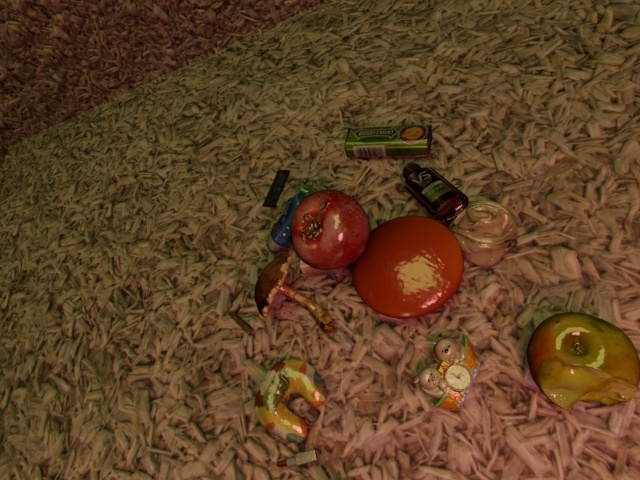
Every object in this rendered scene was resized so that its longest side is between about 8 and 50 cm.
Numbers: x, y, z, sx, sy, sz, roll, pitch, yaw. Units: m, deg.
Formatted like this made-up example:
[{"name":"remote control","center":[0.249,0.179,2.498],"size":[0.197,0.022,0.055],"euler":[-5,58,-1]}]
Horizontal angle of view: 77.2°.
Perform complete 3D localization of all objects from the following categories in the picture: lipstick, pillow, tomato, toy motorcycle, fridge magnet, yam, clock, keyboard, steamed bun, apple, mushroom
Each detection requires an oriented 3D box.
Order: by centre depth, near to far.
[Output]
[{"name":"apple","center":[0.653,0.303,1.005],"size":[0.247,0.226,0.245],"euler":[-11,56,17]},{"name":"clock","center":[0.366,0.372,1.145],"size":[0.144,0.103,0.230],"euler":[27,74,23]},{"name":"lipstick","center":[-0.071,0.649,1.183],"size":[0.130,0.030,0.030],"euler":[-19,56,9]},{"name":"pillow","center":[-0.097,0.494,1.264],"size":[0.214,0.086,0.233],"euler":[27,70,20]},{"name":"steamed bun","center":[0.533,-0.044,1.308],"size":[0.218,0.144,0.211],"euler":[-41,56,-6]},{"name":"fridge magnet","center":[0.280,0.084,1.311],"size":[0.364,0.155,0.363],"euler":[-11,58,19]},{"name":"tomato","center":[0.039,-0.033,1.335],"size":[0.271,0.227,0.269],"euler":[-8,77,39]},{"name":"mushroom","center":[-0.110,0.212,1.415],"size":[0.208,0.233,0.301],"euler":[-34,97,10]},{"name":"yam","center":[-0.294,0.299,1.480],"size":[0.130,0.027,0.033],"euler":[35,116,31]},{"name":"toy motorcycle","center":[-0.058,-0.184,1.669],"size":[0.173,0.058,0.100],"euler":[-43,61,-11]},{"name":"keyboard","center":[-0.194,-0.233,1.776],"size":[0.067,0.011,0.202],"euler":[8,63,25]}]

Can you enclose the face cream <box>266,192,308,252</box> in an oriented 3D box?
[{"name":"face cream","center":[-0.126,-0.057,1.538],"size":[0.263,0.083,0.149],"euler":[-53,15,28]}]

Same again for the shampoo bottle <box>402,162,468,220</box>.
[{"name":"shampoo bottle","center":[0.389,-0.187,1.426],"size":[0.129,0.084,0.322],"euler":[-33,34,8]}]

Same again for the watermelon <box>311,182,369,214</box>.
[{"name":"watermelon","center":[0.070,-0.135,1.506],"size":[0.241,0.094,0.154],"euler":[33,48,5]}]

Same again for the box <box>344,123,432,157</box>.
[{"name":"box","center":[0.276,-0.411,1.656],"size":[0.346,0.097,0.134],"euler":[4,60,23]}]

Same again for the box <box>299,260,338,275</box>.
[{"name":"box","center":[0.000,0.000,1.521],"size":[0.135,0.079,0.269],"euler":[-8,58,16]}]
